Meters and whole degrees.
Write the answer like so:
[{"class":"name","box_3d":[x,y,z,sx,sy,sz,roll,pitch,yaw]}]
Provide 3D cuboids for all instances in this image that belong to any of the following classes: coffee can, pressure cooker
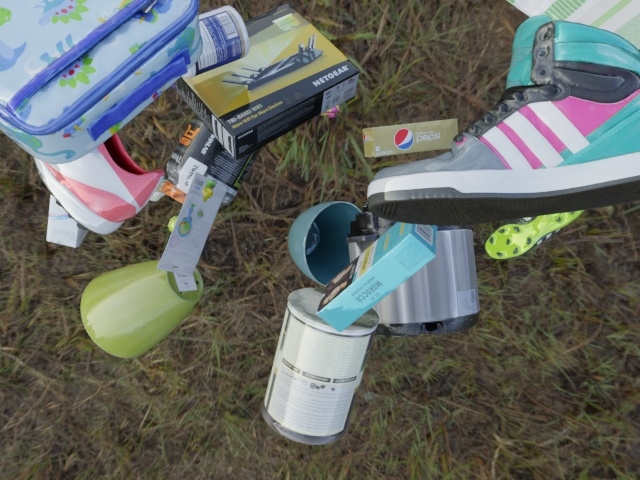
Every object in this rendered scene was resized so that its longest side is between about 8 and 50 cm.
[{"class":"coffee can","box_3d":[-0.003,0.269,1.175,0.202,0.201,0.275,12,106,-8]},{"class":"pressure cooker","box_3d":[0.271,0.053,1.576,0.376,0.370,0.419,-6,89,8]}]

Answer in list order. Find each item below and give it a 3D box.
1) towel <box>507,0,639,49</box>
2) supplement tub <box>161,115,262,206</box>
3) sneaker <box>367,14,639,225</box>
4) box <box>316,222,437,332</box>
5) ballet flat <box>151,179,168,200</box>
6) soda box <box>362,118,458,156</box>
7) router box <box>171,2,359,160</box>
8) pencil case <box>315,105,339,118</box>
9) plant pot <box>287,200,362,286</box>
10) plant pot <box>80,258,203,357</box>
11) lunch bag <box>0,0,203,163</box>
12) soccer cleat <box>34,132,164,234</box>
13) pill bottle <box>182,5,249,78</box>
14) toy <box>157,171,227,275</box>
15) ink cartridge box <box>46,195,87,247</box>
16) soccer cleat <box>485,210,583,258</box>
[{"class":"towel","box_3d":[0.404,-0.420,0.838,0.325,0.248,0.038,40,68,-3]},{"class":"supplement tub","box_3d":[-0.288,-0.245,1.501,0.207,0.207,0.337,29,88,-6]},{"class":"sneaker","box_3d":[0.186,-0.119,0.518,0.296,0.124,0.178,-7,76,5]},{"class":"box","box_3d":[0.098,0.055,0.952,0.060,0.100,0.244,40,121,-10]},{"class":"ballet flat","box_3d":[-0.513,-0.152,1.626,0.073,0.206,0.067,3,92,-49]},{"class":"soda box","box_3d":[0.179,-0.204,1.067,0.182,0.061,0.058,-9,101,-13]},{"class":"router box","box_3d":[-0.115,-0.331,1.089,0.309,0.081,0.243,-34,70,-22]},{"class":"pencil case","box_3d":[-0.002,-0.527,1.789,0.105,0.104,0.236,-12,99,-8]},{"class":"plant pot","box_3d":[0.000,0.000,1.857,0.291,0.196,0.289,-9,104,-39]},{"class":"plant pot","box_3d":[-0.495,0.168,1.578,0.294,0.275,0.274,-28,93,28]},{"class":"lunch bag","box_3d":[-0.232,-0.191,0.513,0.176,0.090,0.219,40,72,7]},{"class":"soccer cleat","box_3d":[-0.322,-0.158,0.639,0.117,0.108,0.318,-36,100,10]},{"class":"pill bottle","box_3d":[-0.220,-0.344,0.948,0.170,0.094,0.094,-29,93,-22]},{"class":"toy","box_3d":[-0.317,-0.040,1.282,0.056,0.137,0.237,23,88,25]},{"class":"ink cartridge box","box_3d":[-0.581,-0.091,1.263,0.073,0.127,0.175,14,118,-13]},{"class":"soccer cleat","box_3d":[0.357,-0.020,0.887,0.072,0.179,0.060,-3,64,-47]}]
